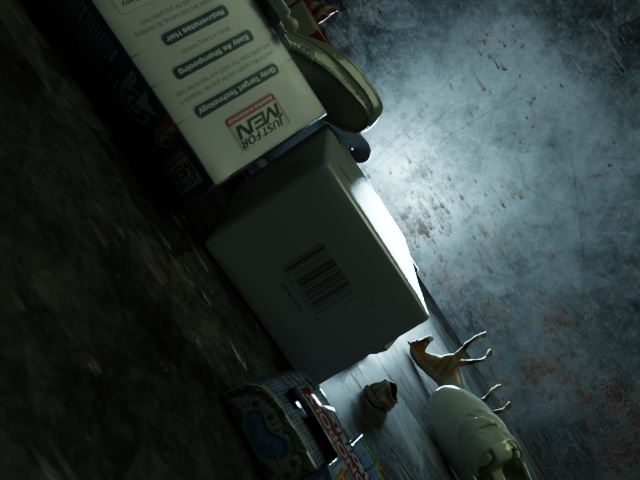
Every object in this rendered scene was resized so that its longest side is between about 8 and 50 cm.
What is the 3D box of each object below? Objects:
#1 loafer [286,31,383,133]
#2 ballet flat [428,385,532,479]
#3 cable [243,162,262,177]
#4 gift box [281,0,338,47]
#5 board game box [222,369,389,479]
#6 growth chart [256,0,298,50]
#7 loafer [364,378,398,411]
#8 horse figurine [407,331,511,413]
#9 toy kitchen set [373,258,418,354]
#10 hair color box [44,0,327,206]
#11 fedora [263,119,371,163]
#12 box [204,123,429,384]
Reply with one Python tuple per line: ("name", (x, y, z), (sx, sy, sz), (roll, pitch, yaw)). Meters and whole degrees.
("loafer", (-0.059, -0.245, 1.103), (0.319, 0.112, 0.111), (32, 48, -5))
("ballet flat", (0.328, 0.426, 1.396), (0.400, 0.139, 0.139), (64, 11, 21))
("cable", (-0.056, -0.080, 1.299), (0.287, 0.072, 0.139), (53, 5, -27))
("gift box", (-0.043, -0.330, 1.604), (0.255, 0.276, 0.258), (58, 6, -35))
("board game box", (-0.002, 0.201, 0.686), (0.194, 0.060, 0.194), (60, 8, 10))
("growth chart", (-0.102, -0.256, 0.938), (0.172, 0.021, 0.237), (51, -28, 5))
("loafer", (0.103, 0.232, 1.198), (0.045, 0.039, 0.125), (60, 9, 21))
("horse figurine", (0.317, 0.322, 1.758), (0.066, 0.174, 0.263), (-112, -178, -86))
("toy kitchen set", (0.084, 0.114, 1.437), (0.122, 0.166, 0.207), (56, 46, -7))
("hair color box", (-0.165, -0.231, 0.849), (0.347, 0.174, 0.105), (57, -31, -7))
("fedora", (-0.052, -0.168, 1.318), (0.243, 0.124, 0.275), (38, -3, -30))
("box", (0.000, 0.000, 1.024), (0.215, 0.168, 0.345), (56, 10, -12))
